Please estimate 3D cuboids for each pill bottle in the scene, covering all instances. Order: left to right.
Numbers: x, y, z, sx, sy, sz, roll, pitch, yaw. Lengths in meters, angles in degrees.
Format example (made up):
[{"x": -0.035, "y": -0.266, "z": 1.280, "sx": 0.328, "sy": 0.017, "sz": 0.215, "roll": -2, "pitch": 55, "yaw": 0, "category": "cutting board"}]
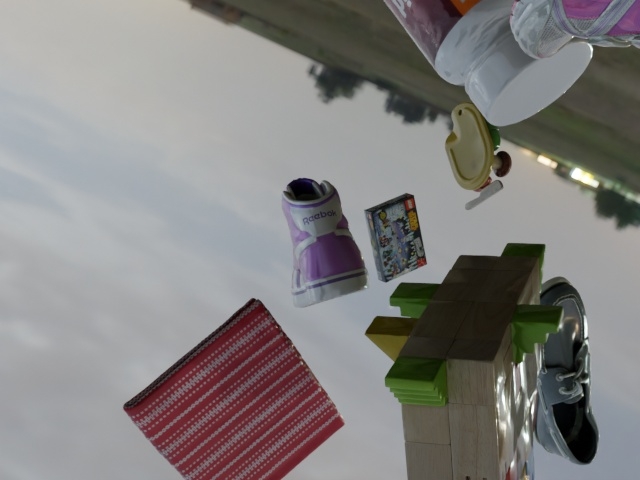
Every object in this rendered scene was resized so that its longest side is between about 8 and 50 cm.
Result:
[{"x": 0.226, "y": -0.382, "z": 1.681, "sx": 0.392, "sy": 0.224, "sz": 0.224, "roll": 57, "pitch": -158, "yaw": 20, "category": "pill bottle"}]

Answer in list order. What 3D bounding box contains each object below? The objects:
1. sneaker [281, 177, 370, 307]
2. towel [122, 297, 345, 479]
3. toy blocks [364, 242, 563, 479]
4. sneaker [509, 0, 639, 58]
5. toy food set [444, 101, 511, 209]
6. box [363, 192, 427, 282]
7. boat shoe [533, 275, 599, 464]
[{"x": 0.001, "y": 0.000, "z": 1.414, "sx": 0.102, "sy": 0.161, "sz": 0.282, "roll": -17, "pitch": 176, "yaw": -9, "category": "sneaker"}, {"x": -0.094, "y": 0.207, "z": 1.298, "sx": 0.031, "sy": 0.199, "sz": 0.275, "roll": 39, "pitch": 165, "yaw": 45, "category": "towel"}, {"x": 0.177, "y": 0.187, "z": 1.216, "sx": 0.191, "sy": 0.260, "sz": 0.381, "roll": 1, "pitch": -160, "yaw": 20, "category": "toy blocks"}, {"x": 0.239, "y": -0.180, "z": 0.812, "sx": 0.111, "sy": 0.103, "sz": 0.252, "roll": 58, "pitch": 153, "yaw": -3, "category": "sneaker"}, {"x": 0.314, "y": -0.164, "z": 2.114, "sx": 0.071, "sy": 0.128, "sz": 0.217, "roll": 2, "pitch": -119, "yaw": -29, "category": "toy food set"}, {"x": 0.134, "y": -0.005, "z": 1.936, "sx": 0.094, "sy": 0.137, "sz": 0.027, "roll": -23, "pitch": -157, "yaw": -25, "category": "box"}, {"x": 0.355, "y": 0.193, "z": 1.565, "sx": 0.116, "sy": 0.319, "sz": 0.099, "roll": -23, "pitch": -143, "yaw": -19, "category": "boat shoe"}]
